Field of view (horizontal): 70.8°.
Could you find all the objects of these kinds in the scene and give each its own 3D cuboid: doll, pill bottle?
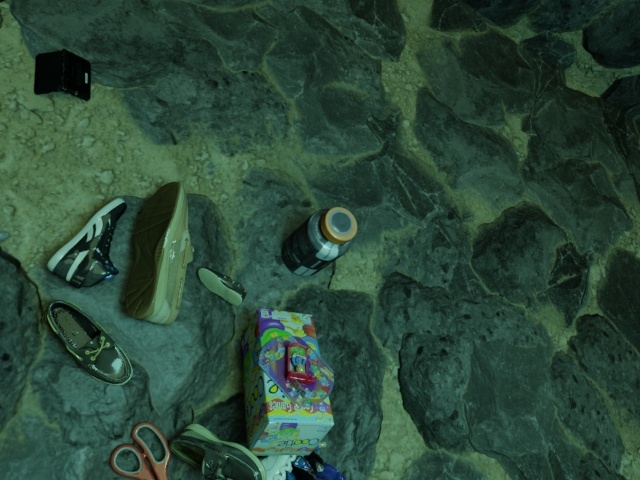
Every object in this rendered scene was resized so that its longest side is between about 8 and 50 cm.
[{"bbox_3d":[-0.020,0.534,1.059,0.189,0.046,0.129,36,68,-2],"label":"doll"},{"bbox_3d":[0.000,0.000,1.165,0.130,0.245,0.131,9,67,-23],"label":"pill bottle"}]

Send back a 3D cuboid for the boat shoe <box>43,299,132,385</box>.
[{"bbox_3d":[-0.485,0.216,0.941,0.228,0.068,0.081,45,58,-4],"label":"boat shoe"}]

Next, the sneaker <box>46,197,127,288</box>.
[{"bbox_3d":[-0.488,0.016,1.022,0.121,0.079,0.217,41,66,-10],"label":"sneaker"}]

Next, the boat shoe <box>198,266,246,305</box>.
[{"bbox_3d":[-0.245,0.109,1.122,0.133,0.049,0.042,36,31,-2],"label":"boat shoe"}]

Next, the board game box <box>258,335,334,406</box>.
[{"bbox_3d":[-0.041,0.257,0.936,0.168,0.033,0.133,43,38,20],"label":"board game box"}]

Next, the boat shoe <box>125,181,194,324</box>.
[{"bbox_3d":[-0.365,0.027,1.065,0.110,0.121,0.341,38,52,-54],"label":"boat shoe"}]

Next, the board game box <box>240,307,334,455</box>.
[{"bbox_3d":[-0.084,0.307,0.999,0.144,0.142,0.275,11,39,-23],"label":"board game box"}]

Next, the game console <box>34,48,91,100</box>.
[{"bbox_3d":[-0.653,-0.414,1.145,0.107,0.071,0.122,16,60,-54],"label":"game console"}]

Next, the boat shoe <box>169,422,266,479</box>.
[{"bbox_3d":[-0.213,0.447,0.912,0.073,0.223,0.080,-22,121,-55],"label":"boat shoe"}]

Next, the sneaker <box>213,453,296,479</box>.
[{"bbox_3d":[-0.161,0.521,0.954,0.118,0.110,0.292,42,65,12],"label":"sneaker"}]

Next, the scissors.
[{"bbox_3d":[-0.307,0.510,0.911,0.109,0.021,0.297,-36,76,-32],"label":"scissors"}]
